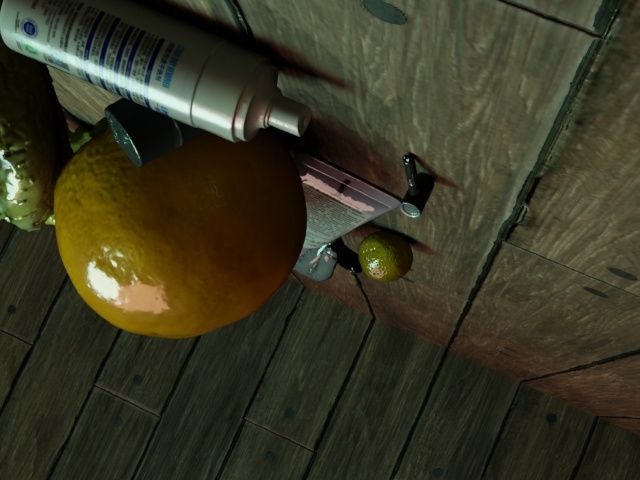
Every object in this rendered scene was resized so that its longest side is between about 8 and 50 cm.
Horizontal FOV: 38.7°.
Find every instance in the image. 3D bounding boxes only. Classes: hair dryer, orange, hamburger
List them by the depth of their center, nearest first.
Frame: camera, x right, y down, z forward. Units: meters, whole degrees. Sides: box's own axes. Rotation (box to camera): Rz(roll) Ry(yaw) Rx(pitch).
[{"bbox_3d":[-0.199,-0.181,0.978,0.219,0.124,0.071,45,158,28],"label":"hair dryer"},{"bbox_3d":[0.101,-0.068,0.998,0.026,0.047,0.083,12,149,26],"label":"hair dryer"},{"bbox_3d":[-0.386,-0.162,1.088,0.132,0.309,0.211,-15,-176,-9],"label":"hamburger"},{"bbox_3d":[-0.169,-0.031,1.106,0.312,0.312,0.312,24,173,3],"label":"orange"},{"bbox_3d":[0.106,0.026,1.467,0.085,0.085,0.095,19,178,36],"label":"orange"}]

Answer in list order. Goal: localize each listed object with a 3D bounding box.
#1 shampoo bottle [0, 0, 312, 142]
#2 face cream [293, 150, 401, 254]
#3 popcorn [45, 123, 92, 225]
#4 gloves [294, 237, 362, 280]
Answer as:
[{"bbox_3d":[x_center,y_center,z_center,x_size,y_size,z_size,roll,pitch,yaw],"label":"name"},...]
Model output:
[{"bbox_3d":[-0.151,-0.170,0.869,0.303,0.092,0.092,23,173,8],"label":"shampoo bottle"},{"bbox_3d":[-0.003,-0.051,1.307,0.154,0.096,0.274,29,159,-11],"label":"face cream"},{"bbox_3d":[-0.476,-0.113,1.839,0.242,0.235,0.250,47,159,16],"label":"popcorn"},{"bbox_3d":[-0.005,0.009,1.558,0.142,0.119,0.285,25,173,-10],"label":"gloves"}]
